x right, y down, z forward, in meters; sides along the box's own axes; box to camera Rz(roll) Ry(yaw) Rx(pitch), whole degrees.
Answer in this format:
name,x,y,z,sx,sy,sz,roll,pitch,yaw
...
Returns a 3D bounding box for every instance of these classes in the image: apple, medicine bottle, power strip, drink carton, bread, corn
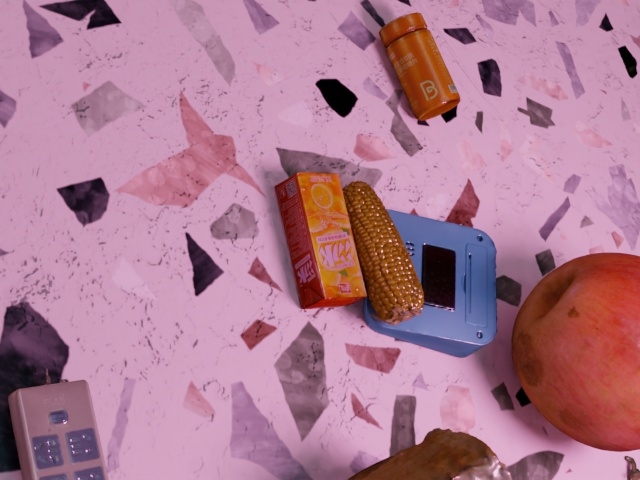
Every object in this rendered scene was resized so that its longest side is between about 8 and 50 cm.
name,x,y,z,sx,sy,sz,roll,pitch,yaw
apple,0.520,0.191,1.874,0.364,0.364,0.364,16,61,-31
medicine bottle,0.193,-0.337,2.027,0.096,0.096,0.192,-18,82,-41
power strip,-0.326,0.345,1.357,0.106,0.043,0.367,-4,73,-39
drink carton,0.000,0.000,1.744,0.096,0.071,0.223,-2,72,-38
bread,0.181,0.480,1.532,0.239,0.264,0.395,-31,104,-16
corn,0.099,0.019,1.766,0.091,0.091,0.260,-14,69,-23

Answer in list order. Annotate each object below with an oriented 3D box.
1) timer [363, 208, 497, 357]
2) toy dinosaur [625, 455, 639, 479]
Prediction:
name,x,y,z,sx,sy,sz,roll,pitch,yaw
timer,0.187,0.077,1.868,0.250,0.091,0.232,15,62,-18
toy dinosaur,0.629,0.479,2.037,0.120,0.029,0.060,57,32,-5
